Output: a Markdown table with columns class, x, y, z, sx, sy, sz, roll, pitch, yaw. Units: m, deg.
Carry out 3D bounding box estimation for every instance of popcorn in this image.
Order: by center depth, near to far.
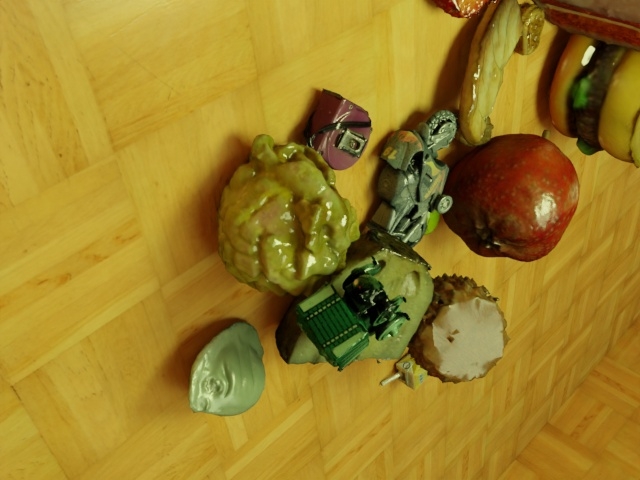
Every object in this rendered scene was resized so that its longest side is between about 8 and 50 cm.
| class | x | y | z | sx | sy | sz | roll | pitch | yaw |
| --- | --- | --- | --- | --- | --- | --- | --- | --- | --- |
| popcorn | -0.045 | -0.027 | 1.078 | 0.259 | 0.212 | 0.259 | -36 | 146 | -29 |

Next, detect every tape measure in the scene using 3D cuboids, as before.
| class | x | y | z | sx | sy | sz | roll | pitch | yaw |
| --- | --- | --- | --- | --- | --- | --- | --- | --- | --- |
| tape measure | 0.027 | -0.178 | 1.159 | 0.125 | 0.074 | 0.118 | 11 | 107 | -51 |

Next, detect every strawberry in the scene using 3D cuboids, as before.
| class | x | y | z | sx | sy | sz | roll | pitch | yaw |
| --- | --- | --- | --- | --- | --- | --- | --- | --- | --- |
| strawberry | 0.254 | -0.459 | 1.217 | 0.145 | 0.086 | 0.145 | -27 | 133 | -34 |

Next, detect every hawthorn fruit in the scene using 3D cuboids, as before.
| class | x | y | z | sx | sy | sz | roll | pitch | yaw |
| --- | --- | --- | --- | --- | --- | --- | --- | --- | --- |
| hawthorn fruit | 0.426 | -0.120 | 1.510 | 0.330 | 0.287 | 0.287 | -55 | 145 | -23 |

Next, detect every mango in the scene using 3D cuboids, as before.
| class | x | y | z | sx | sy | sz | roll | pitch | yaw |
| --- | --- | --- | --- | --- | --- | --- | --- | --- | --- |
| mango | 0.227 | -0.063 | 1.495 | 0.073 | 0.056 | 0.108 | -37 | 141 | -41 |

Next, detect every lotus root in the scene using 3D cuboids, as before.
| class | x | y | z | sx | sy | sz | roll | pitch | yaw |
| --- | --- | --- | --- | --- | --- | --- | --- | --- | --- |
| lotus root | 0.063 | 0.090 | 1.304 | 0.267 | 0.149 | 0.260 | 3 | 122 | -33 |

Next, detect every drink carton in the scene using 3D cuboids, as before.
| class | x | y | z | sx | sy | sz | roll | pitch | yaw |
| --- | --- | --- | --- | --- | --- | --- | --- | --- | --- |
| drink carton | 0.244 | 0.321 | 1.781 | 0.200 | 0.074 | 0.084 | -38 | 139 | -29 |

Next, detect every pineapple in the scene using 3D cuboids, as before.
| class | x | y | z | sx | sy | sz | roll | pitch | yaw |
| --- | --- | --- | --- | --- | --- | --- | --- | --- | --- |
| pineapple | 0.251 | 0.156 | 1.523 | 0.223 | 0.357 | 0.223 | -3 | 104 | -11 |

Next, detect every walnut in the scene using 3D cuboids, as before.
| class | x | y | z | sx | sy | sz | roll | pitch | yaw |
| --- | --- | --- | --- | --- | --- | --- | --- | --- | --- |
| walnut | 0.319 | -0.237 | 1.466 | 0.096 | 0.082 | 0.079 | -5 | 91 | -46 |

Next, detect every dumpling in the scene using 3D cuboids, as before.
| class | x | y | z | sx | sy | sz | roll | pitch | yaw |
| --- | --- | --- | --- | --- | --- | --- | --- | --- | --- |
| dumpling | -0.170 | 0.230 | 1.213 | 0.108 | 0.153 | 0.219 | -22 | 171 | 23 |

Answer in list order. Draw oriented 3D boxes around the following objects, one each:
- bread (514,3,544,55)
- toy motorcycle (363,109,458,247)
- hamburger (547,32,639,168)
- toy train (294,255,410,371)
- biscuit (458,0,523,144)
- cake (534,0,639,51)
| class | x | y | z | sx | sy | sz | roll | pitch | yaw |
| --- | --- | --- | --- | --- | --- | --- | --- | --- | --- |
| bread | 0.444 | -0.450 | 1.489 | 0.083 | 0.044 | 0.111 | -47 | 144 | -22 |
| toy motorcycle | 0.172 | -0.110 | 1.365 | 0.173 | 0.108 | 0.307 | -6 | 120 | -38 |
| hamburger | 0.733 | -0.404 | 1.664 | 0.396 | 0.277 | 0.396 | -30 | 137 | -31 |
| toy train | 0.054 | 0.123 | 1.092 | 0.154 | 0.115 | 0.269 | -39 | 167 | -6 |
| biscuit | 0.329 | -0.348 | 1.374 | 0.154 | 0.045 | 0.299 | 41 | 68 | -54 |
| cake | 0.603 | -0.534 | 1.402 | 0.237 | 0.309 | 0.230 | 7 | 112 | -55 |
